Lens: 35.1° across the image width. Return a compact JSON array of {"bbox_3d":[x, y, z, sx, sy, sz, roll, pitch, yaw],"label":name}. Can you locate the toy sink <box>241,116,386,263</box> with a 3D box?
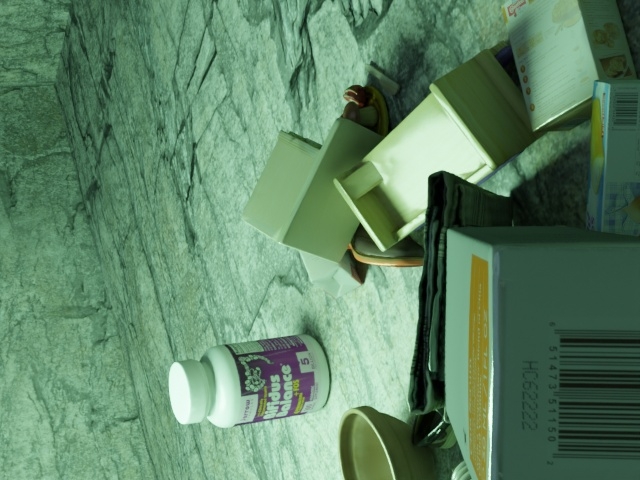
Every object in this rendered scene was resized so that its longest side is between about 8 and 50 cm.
[{"bbox_3d":[-0.006,-0.102,1.739,0.131,0.153,0.234,32,99,43],"label":"toy sink"}]

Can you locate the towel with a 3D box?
[{"bbox_3d":[0.204,0.076,1.355,0.056,0.324,0.312,5,90,26],"label":"towel"}]

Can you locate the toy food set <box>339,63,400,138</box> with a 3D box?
[{"bbox_3d":[0.061,-0.209,1.823,0.128,0.071,0.218,55,140,44],"label":"toy food set"}]

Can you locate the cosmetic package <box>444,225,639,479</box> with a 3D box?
[{"bbox_3d":[0.217,0.104,0.994,0.453,0.161,0.230,-30,-60,-87],"label":"cosmetic package"}]

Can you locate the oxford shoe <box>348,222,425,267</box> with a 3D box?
[{"bbox_3d":[0.100,-0.017,1.761,0.271,0.097,0.098,28,113,59],"label":"oxford shoe"}]

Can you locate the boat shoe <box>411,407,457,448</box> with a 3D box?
[{"bbox_3d":[0.200,0.254,1.634,0.080,0.073,0.223,51,139,44],"label":"boat shoe"}]

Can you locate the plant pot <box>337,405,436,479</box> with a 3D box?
[{"bbox_3d":[0.126,0.396,1.755,0.237,0.110,0.237,171,90,-68],"label":"plant pot"}]

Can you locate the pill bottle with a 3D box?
[{"bbox_3d":[-0.148,0.290,2.070,0.169,0.301,0.169,20,113,61],"label":"pill bottle"}]

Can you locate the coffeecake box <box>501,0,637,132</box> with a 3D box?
[{"bbox_3d":[0.319,-0.252,1.310,0.142,0.068,0.185,-32,66,61],"label":"coffeecake box"}]

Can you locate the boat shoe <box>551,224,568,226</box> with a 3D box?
[{"bbox_3d":[0.296,0.142,1.398,0.116,0.097,0.324,23,115,61],"label":"boat shoe"}]

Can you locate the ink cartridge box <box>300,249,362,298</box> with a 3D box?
[{"bbox_3d":[0.000,0.000,1.922,0.067,0.115,0.198,-28,60,13],"label":"ink cartridge box"}]

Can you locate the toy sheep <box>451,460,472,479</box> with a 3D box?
[{"bbox_3d":[0.246,0.386,1.559,0.132,0.091,0.091,-133,44,-58],"label":"toy sheep"}]

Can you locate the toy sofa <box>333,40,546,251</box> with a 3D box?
[{"bbox_3d":[0.187,-0.136,1.541,0.150,0.177,0.362,55,148,4],"label":"toy sofa"}]

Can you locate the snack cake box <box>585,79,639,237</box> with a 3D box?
[{"bbox_3d":[0.380,-0.045,1.122,0.089,0.152,0.264,-73,-16,-79],"label":"snack cake box"}]
